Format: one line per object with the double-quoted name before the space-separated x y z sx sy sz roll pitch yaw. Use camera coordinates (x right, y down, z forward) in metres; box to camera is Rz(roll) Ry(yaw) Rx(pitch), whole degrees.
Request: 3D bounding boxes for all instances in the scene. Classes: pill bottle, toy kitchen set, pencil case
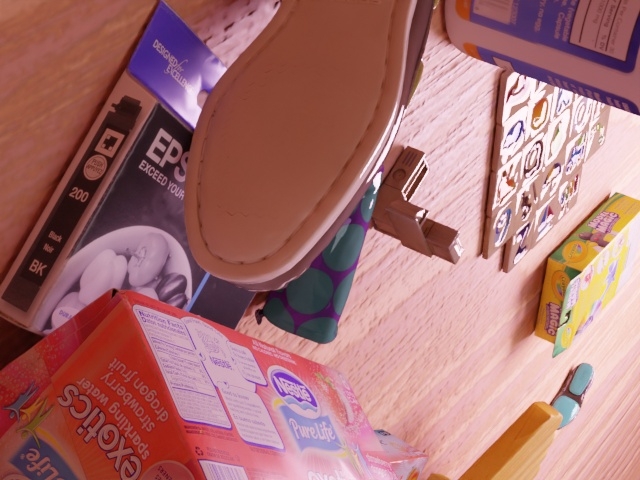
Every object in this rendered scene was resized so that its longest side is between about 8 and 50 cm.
"pill bottle" 0.251 -0.185 0.998 0.152 0.272 0.152 -41 144 -39
"toy kitchen set" 0.089 -0.037 1.034 0.075 0.083 0.068 -58 152 -15
"pencil case" 0.000 0.000 0.930 0.064 0.070 0.151 6 113 -25

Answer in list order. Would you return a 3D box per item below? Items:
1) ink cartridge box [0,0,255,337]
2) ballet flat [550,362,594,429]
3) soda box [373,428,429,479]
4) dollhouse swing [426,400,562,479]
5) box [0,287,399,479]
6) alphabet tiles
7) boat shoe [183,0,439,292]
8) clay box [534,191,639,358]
"ink cartridge box" -0.090 -0.013 0.785 0.208 0.045 0.206 -63 152 -8
"ballet flat" 0.360 0.229 1.775 0.114 0.041 0.041 -54 150 -19
"soda box" 0.034 0.220 1.166 0.183 0.063 0.058 14 102 -62
"dollhouse swing" 0.203 0.406 1.328 0.305 0.315 0.347 -23 146 -24
"box" -0.069 0.155 0.772 0.142 0.154 0.300 -34 154 14
"alphabet tiles" 0.257 -0.138 1.331 0.285 0.011 0.342 -40 143 -39
"boat shoe" 0.008 -0.104 0.774 0.096 0.117 0.324 67 37 -61
"clay box" 0.340 0.043 1.572 0.222 0.053 0.127 -36 141 -42
